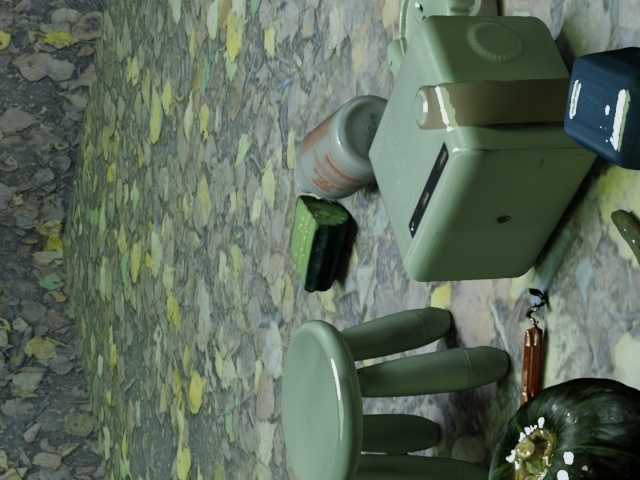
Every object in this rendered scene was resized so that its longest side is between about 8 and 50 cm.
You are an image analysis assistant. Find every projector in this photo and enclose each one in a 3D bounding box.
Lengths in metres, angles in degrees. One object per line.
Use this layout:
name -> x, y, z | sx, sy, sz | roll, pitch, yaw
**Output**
projector -> 0.157, -0.096, 1.317 | 0.242, 0.163, 0.177 | 109, 151, -51

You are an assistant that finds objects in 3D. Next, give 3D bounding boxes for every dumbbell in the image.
dumbbell -> 0.282, -0.214, 1.009 | 0.144, 0.160, 0.325 | 21, 113, 33

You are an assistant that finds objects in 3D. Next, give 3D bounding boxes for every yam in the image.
yam -> 0.301, 0.047, 1.138 | 0.027, 0.029, 0.234 | -50, 36, 20

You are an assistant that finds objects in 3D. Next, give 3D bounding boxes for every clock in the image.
clock -> 0.139, -0.240, 1.490 | 0.151, 0.062, 0.191 | -116, 33, -47

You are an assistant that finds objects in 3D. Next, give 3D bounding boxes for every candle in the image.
candle -> 0.214, 0.130, 1.367 | 0.026, 0.021, 0.167 | -93, 6, -79

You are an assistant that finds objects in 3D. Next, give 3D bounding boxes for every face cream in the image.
face cream -> 0.022, -0.105, 1.745 | 0.252, 0.101, 0.101 | 150, 117, -66

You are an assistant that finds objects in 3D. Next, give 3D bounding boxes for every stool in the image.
stool -> 0.077, 0.184, 1.484 | 0.195, 0.199, 0.195 | -141, 54, -66

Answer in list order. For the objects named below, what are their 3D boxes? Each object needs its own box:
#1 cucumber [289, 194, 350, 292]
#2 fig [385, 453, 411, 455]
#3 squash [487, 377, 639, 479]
cucumber -> 0.000, 0.000, 1.859 | 0.116, 0.062, 0.115 | -110, 29, -55
fig -> 0.105, 0.285, 1.628 | 0.083, 0.050, 0.050 | 28, 118, 46
squash -> 0.230, 0.207, 1.153 | 0.193, 0.156, 0.193 | -166, 90, -85
